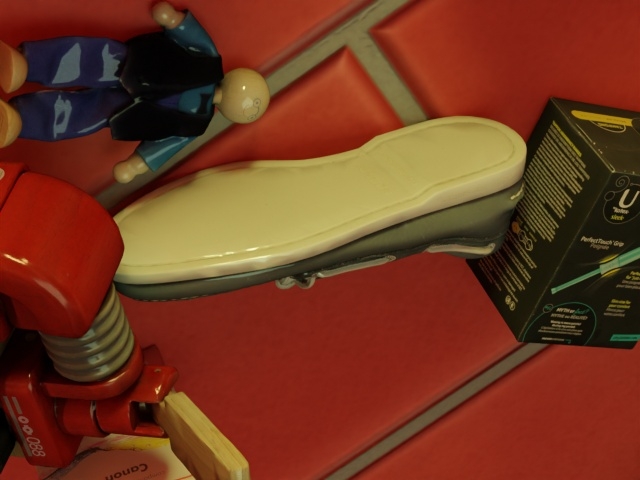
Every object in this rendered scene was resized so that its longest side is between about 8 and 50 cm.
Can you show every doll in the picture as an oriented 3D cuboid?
[{"bbox_3d":[-0.120,-0.093,1.068,0.189,0.046,0.129,-4,121,-30],"label":"doll"}]

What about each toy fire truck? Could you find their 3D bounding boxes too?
[{"bbox_3d":[-0.149,0.073,1.045,0.246,0.158,0.217,4,135,16],"label":"toy fire truck"}]

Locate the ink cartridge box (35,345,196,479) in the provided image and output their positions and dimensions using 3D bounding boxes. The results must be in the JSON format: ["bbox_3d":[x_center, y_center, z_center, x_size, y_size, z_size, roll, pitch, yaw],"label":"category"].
[{"bbox_3d":[-0.139,0.179,1.189,0.115,0.198,0.067,-19,134,-10],"label":"ink cartridge box"}]

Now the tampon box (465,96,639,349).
[{"bbox_3d":[0.209,-0.011,1.257,0.120,0.101,0.161,7,125,-30],"label":"tampon box"}]

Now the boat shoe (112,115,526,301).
[{"bbox_3d":[0.000,0.000,1.160,0.319,0.116,0.099,-16,130,-19],"label":"boat shoe"}]
